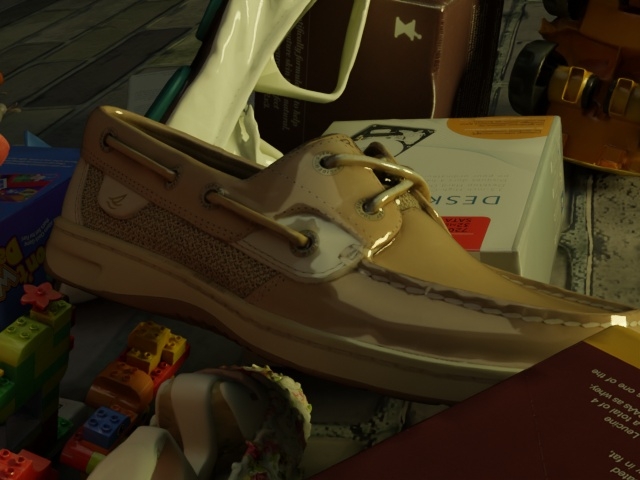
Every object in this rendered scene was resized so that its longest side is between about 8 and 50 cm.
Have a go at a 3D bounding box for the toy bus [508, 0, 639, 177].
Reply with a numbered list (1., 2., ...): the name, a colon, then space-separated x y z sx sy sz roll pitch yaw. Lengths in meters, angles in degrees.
1. toy bus: 0.276 -0.161 0.882 0.149 0.220 0.211 20 4 25

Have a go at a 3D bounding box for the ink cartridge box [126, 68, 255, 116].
1. ink cartridge box: -0.106 -0.102 1.009 0.181 0.056 0.224 -8 43 -1

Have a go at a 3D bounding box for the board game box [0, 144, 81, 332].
1. board game box: -0.363 -0.005 0.811 0.347 0.078 0.233 5 28 26

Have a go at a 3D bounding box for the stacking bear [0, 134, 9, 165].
1. stacking bear: -0.344 0.021 0.578 0.175 0.164 0.289 15 73 29

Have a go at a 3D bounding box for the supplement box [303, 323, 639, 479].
1. supplement box: 0.091 0.146 0.296 0.194 0.129 0.191 -21 28 -27

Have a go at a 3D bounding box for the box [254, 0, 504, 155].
1. box: 0.058 -0.170 0.912 0.167 0.168 0.203 15 31 20

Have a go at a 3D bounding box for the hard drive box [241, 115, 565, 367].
1. hard drive box: 0.065 -0.006 0.681 0.181 0.089 0.232 0 26 18

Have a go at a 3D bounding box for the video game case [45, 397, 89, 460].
1. video game case: -0.237 0.125 0.568 0.157 0.019 0.143 6 28 25

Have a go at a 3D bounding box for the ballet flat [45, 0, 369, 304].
1. ballet flat: -0.056 -0.110 0.737 0.139 0.400 0.139 28 -3 2

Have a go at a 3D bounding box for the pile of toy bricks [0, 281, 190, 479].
1. pile of toy bricks: -0.149 0.074 0.516 0.118 0.105 0.212 19 32 11

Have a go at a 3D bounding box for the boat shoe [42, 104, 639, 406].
1. boat shoe: 0.000 0.000 0.499 0.341 0.110 0.121 14 4 27

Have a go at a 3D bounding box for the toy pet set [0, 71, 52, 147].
1. toy pet set: -0.280 -0.094 0.944 0.065 0.122 0.114 -8 40 -13

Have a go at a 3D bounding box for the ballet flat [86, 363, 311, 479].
1. ballet flat: -0.064 0.112 0.478 0.091 0.077 0.241 0 25 18
